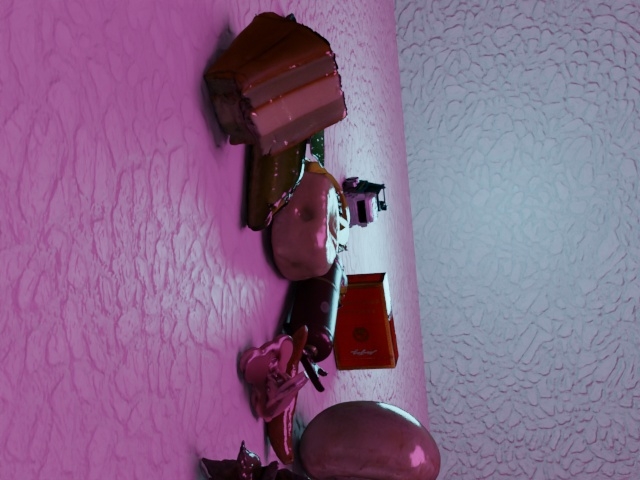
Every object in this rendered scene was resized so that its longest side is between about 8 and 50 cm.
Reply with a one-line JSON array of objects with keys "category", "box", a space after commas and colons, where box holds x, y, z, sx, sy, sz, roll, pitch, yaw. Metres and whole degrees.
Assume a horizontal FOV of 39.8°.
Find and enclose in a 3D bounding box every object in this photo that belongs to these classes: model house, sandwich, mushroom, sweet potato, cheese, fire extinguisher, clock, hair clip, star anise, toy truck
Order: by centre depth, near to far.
[{"category": "star anise", "box": [-0.095, 0.371, 1.320, 0.182, 0.195, 0.065, 38, 52, -18]}, {"category": "sandwich", "box": [-0.101, -0.269, 1.513, 0.227, 0.198, 0.155, 42, -25, 47]}, {"category": "hair clip", "box": [-0.087, 0.244, 1.557, 0.123, 0.102, 0.138, -27, 158, -36]}, {"category": "sweet potato", "box": [-0.065, 0.285, 1.647, 0.078, 0.058, 0.255, -14, -115, 60]}, {"category": "cheese", "box": [-0.029, -0.022, 1.767, 0.218, 0.117, 0.235, -75, 162, -57]}, {"category": "mushroom", "box": [0.096, 0.477, 1.782, 0.297, 0.297, 0.290, 62, 34, -59]}, {"category": "fire extinguisher", "box": [-0.007, 0.161, 1.814, 0.141, 0.105, 0.341, 45, 29, -23]}, {"category": "model house", "box": [-0.045, -0.238, 1.848, 0.117, 0.088, 0.167, 38, 50, -72]}, {"category": "clock", "box": [0.016, -0.086, 1.994, 0.237, 0.057, 0.237, 54, 23, -37]}, {"category": "toy truck", "box": [0.121, -0.107, 2.423, 0.216, 0.116, 0.110, -55, 139, -69]}]

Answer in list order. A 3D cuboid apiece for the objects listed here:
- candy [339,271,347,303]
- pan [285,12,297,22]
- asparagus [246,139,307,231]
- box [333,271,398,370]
[{"category": "candy", "box": [0.000, 0.000, 2.040, 0.091, 0.083, 0.306, 150, -69, -64]}, {"category": "pan", "box": [-0.060, -0.454, 1.981, 0.115, 0.023, 0.068, 67, 22, -46]}, {"category": "asparagus", "box": [-0.078, -0.177, 1.666, 0.128, 0.108, 0.382, 61, 30, -64]}, {"category": "box", "box": [0.102, 0.201, 2.179, 0.074, 0.153, 0.240, -70, 152, -67]}]
